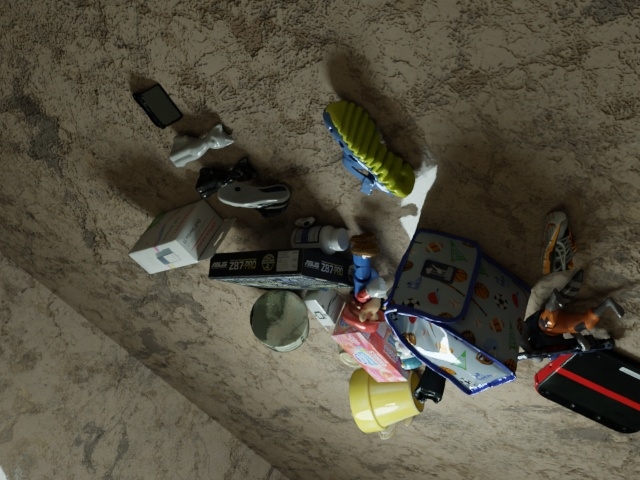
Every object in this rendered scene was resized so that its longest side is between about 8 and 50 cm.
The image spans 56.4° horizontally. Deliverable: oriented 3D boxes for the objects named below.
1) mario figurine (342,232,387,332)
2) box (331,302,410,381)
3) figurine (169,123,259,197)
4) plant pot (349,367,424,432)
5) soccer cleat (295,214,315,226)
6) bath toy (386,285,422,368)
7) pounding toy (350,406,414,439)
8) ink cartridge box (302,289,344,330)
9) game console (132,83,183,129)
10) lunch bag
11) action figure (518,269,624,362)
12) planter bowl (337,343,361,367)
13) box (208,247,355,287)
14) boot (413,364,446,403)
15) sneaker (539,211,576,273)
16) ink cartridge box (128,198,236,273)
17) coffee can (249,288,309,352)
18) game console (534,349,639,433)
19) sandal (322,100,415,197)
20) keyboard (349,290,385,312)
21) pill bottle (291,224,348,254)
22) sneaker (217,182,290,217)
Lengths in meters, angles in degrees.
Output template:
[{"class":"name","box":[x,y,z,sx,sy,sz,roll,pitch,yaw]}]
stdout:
[{"class":"mario figurine","box":[0.166,0.141,1.846,0.170,0.198,0.320,14,121,31]},{"class":"box","box":[0.200,0.366,2.152,0.142,0.154,0.300,-15,128,44]},{"class":"figurine","box":[-0.319,-0.245,1.798,0.210,0.092,0.215,-14,128,31]},{"class":"plant pot","box":[0.271,0.615,2.352,0.239,0.254,0.254,-15,129,23]},{"class":"soccer cleat","box":[-0.052,-0.056,1.890,0.083,0.035,0.029,-12,129,40]},{"class":"bath toy","box":[0.301,0.273,2.000,0.129,0.151,0.348,-16,129,-2]},{"class":"pounding toy","box":[0.264,0.797,2.634,0.270,0.154,0.154,15,142,16]},{"class":"ink cartridge box","box":[0.021,0.232,2.139,0.060,0.104,0.180,-9,131,37]},{"class":"game console","box":[-0.482,-0.398,1.762,0.107,0.071,0.122,29,158,55]},{"class":"lunch bag","box":[0.376,0.182,1.670,0.385,0.327,0.239,36,139,-9]},{"class":"action figure","box":[0.707,0.236,1.714,0.341,0.178,0.330,-1,150,-19]},{"class":"planter bowl","box":[0.134,0.419,2.292,0.162,0.109,0.162,17,143,13]},{"class":"box","box":[-0.116,0.103,1.950,0.395,0.097,0.318,-5,164,37]},{"class":"boot","box":[0.440,0.461,2.071,0.094,0.207,0.246,40,141,-17]},{"class":"sneaker","box":[0.614,0.004,1.525,0.083,0.084,0.215,0,141,13]},{"class":"ink cartridge box","box":[-0.476,-0.017,2.056,0.354,0.207,0.119,-13,128,39]},{"class":"coffee can","box":[-0.141,0.296,2.158,0.202,0.201,0.275,23,167,5]},{"class":"game console","box":[0.930,0.477,1.927,0.387,0.060,0.342,25,138,2]},{"class":"sandal","box":[0.103,-0.218,1.532,0.138,0.126,0.317,-12,127,46]},{"class":"keyboard","box":[0.170,0.201,2.025,0.192,0.038,0.100,9,112,55]},{"class":"pill bottle","box":[0.000,0.000,1.877,0.169,0.094,0.094,-2,135,34]},{"class":"sneaker","box":[-0.204,-0.111,1.828,0.217,0.079,0.121,1,150,-5]}]
